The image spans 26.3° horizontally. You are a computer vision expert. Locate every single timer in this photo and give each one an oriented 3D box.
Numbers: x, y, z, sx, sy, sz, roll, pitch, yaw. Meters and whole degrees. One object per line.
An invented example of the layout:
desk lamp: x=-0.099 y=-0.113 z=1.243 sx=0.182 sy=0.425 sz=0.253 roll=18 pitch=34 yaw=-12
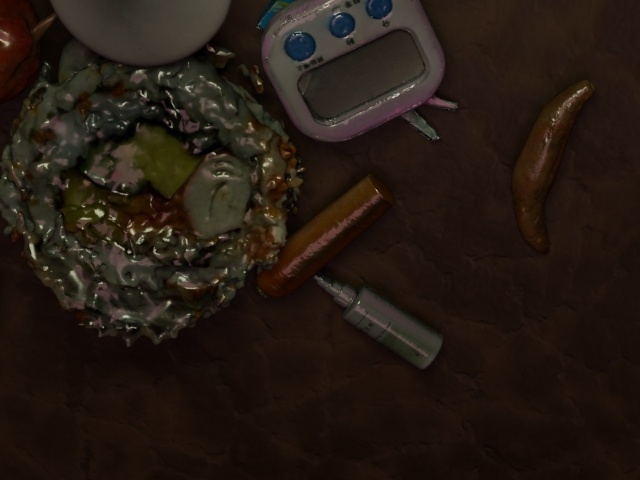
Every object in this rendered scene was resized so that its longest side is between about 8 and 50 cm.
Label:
timer: x=0.039 y=-0.227 z=1.684 sx=0.208 sy=0.069 sz=0.191 roll=-25 pitch=121 yaw=6

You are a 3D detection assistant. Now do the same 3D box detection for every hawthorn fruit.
hawthorn fruit: x=-0.431 y=-0.256 z=1.662 sx=0.262 sy=0.210 sz=0.210 roll=7 pitch=115 yaw=26

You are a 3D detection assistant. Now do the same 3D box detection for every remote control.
remote control: x=-0.209 y=-0.349 z=1.525 sx=0.221 sy=0.103 sz=0.332 roll=3 pitch=120 yaw=7

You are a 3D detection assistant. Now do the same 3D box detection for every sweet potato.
sweet potato: x=0.287 y=-0.094 z=1.769 sx=0.078 sy=0.058 sz=0.255 roll=1 pitch=119 yaw=-18

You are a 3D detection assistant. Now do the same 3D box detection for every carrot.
carrot: x=0.000 y=0.000 z=1.824 sx=0.225 sy=0.067 sz=0.067 roll=-38 pitch=105 yaw=16

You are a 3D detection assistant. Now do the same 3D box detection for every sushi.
sushi: x=-0.219 y=-0.078 z=1.747 sx=0.417 sy=0.176 sz=0.417 roll=1 pitch=110 yaw=3

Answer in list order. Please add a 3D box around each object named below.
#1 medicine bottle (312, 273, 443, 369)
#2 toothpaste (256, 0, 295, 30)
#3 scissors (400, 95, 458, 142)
medicine bottle: x=0.072 y=0.101 z=1.865 sx=0.199 sy=0.057 sz=0.057 roll=34 pitch=111 yaw=-10
toothpaste: x=0.028 y=-0.349 z=1.683 sx=0.065 sy=0.050 sz=0.266 roll=39 pitch=110 yaw=-12
scissors: x=0.083 y=-0.190 z=1.762 sx=0.187 sy=0.020 sz=0.133 roll=26 pitch=115 yaw=-5
